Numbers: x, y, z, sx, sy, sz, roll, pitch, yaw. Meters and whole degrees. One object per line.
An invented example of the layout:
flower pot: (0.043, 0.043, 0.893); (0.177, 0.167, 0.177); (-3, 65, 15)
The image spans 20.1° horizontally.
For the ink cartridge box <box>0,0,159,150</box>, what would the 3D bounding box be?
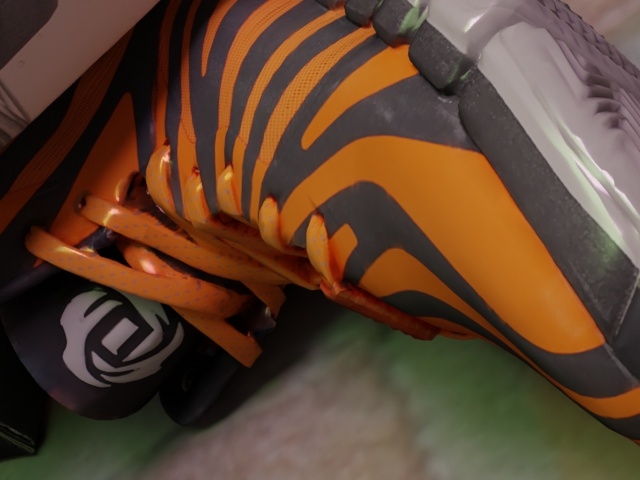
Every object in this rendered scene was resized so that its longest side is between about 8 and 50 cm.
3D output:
ink cartridge box: (-0.126, -0.095, 0.491); (0.218, 0.092, 0.158); (-42, 45, 2)

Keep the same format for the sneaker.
sneaker: (0.000, 0.000, 0.488); (0.180, 0.124, 0.321); (-49, 30, 10)

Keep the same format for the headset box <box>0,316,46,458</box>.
headset box: (-0.211, -0.035, 0.680); (0.283, 0.131, 0.246); (-14, 54, 34)
